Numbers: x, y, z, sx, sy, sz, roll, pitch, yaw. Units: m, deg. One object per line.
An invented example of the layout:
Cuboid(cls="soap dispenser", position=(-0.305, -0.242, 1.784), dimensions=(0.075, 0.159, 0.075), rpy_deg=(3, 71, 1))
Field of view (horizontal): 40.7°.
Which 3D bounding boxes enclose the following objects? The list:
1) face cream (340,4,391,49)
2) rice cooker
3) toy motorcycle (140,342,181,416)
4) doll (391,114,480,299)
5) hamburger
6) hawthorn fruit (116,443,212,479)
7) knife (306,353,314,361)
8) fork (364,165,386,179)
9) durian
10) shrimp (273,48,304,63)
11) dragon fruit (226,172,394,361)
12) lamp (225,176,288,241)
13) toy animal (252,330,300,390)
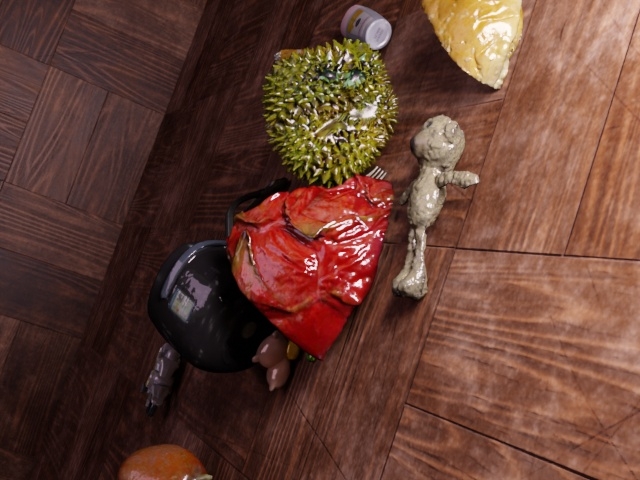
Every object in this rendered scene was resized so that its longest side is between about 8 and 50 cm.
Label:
Cuboid(cls="face cream", position=(0.098, -0.473, 1.915), dimensions=(0.084, 0.057, 0.198), rpy_deg=(-62, 25, 12))
Cuboid(cls="rice cooker", position=(-0.205, 0.135, 1.778), dimensions=(0.224, 0.267, 0.267), rpy_deg=(32, 101, 37))
Cuboid(cls="toy motorcycle", position=(-0.414, 0.351, 2.288), dimensions=(0.151, 0.074, 0.229), rpy_deg=(-54, 17, 40))
Cuboid(cls="doll", position=(0.166, -0.059, 1.401), dimensions=(0.203, 0.091, 0.286), rpy_deg=(-104, 30, -71))
Cuboid(cls="hamburger", position=(0.255, -0.359, 1.389), dimensions=(0.155, 0.135, 0.208), rpy_deg=(-48, 32, 42))
Cuboid(cls="hawthorn fruit", position=(-0.315, 0.524, 1.814), dimensions=(0.251, 0.199, 0.199), rpy_deg=(-24, 47, 37))
Cuboid(cls="knife", position=(-0.012, 0.142, 1.678), dimensions=(0.054, 0.015, 0.212), rpy_deg=(-39, 36, 36))
Cuboid(cls="fork", position=(0.056, -0.095, 1.711), dimensions=(0.219, 0.034, 0.028), rpy_deg=(-29, 37, 55))
Cuboid(cls="durian", position=(0.012, -0.252, 1.653), dimensions=(0.291, 0.291, 0.224), rpy_deg=(-64, 14, 9))
Cuboid(cls="shrimp", position=(-0.088, -0.418, 2.151), dimensions=(0.161, 0.166, 0.049), rpy_deg=(-34, 73, 24))
Cuboid(cls="dragon fruit", position=(0.000, 0.000, 1.599), dimensions=(0.330, 0.302, 0.240), rpy_deg=(-48, -4, 1))
Cuboid(cls="lamp", position=(-0.185, -0.012, 2.057), dimensions=(0.203, 0.124, 0.283), rpy_deg=(130, 155, -56))
Cuboid(cls="toy animal", position=(-0.097, 0.230, 1.698), dimensions=(0.114, 0.082, 0.091), rpy_deg=(-67, 22, 4))
